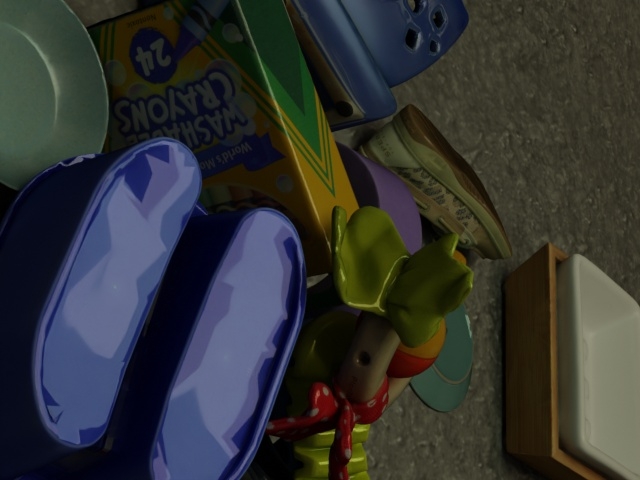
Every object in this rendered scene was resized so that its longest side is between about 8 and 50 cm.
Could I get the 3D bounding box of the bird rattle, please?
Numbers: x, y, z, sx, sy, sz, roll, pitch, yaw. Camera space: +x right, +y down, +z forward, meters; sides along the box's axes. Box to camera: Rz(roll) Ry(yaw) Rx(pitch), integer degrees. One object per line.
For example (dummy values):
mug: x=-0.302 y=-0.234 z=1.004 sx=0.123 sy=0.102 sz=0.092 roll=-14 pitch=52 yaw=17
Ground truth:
bird rattle: x=0.063 y=0.097 z=1.460 sx=0.207 sy=0.143 sz=0.253 roll=-21 pitch=129 yaw=-61

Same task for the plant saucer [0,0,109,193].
plant saucer: x=-0.261 y=-0.130 z=1.425 sx=0.195 sy=0.037 sz=0.195 roll=20 pitch=64 yaw=-48

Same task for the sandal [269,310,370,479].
sandal: x=-0.023 y=0.218 z=1.591 sx=0.126 sy=0.138 sz=0.317 roll=7 pitch=92 yaw=-38

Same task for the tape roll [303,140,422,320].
tape roll: x=0.000 y=0.000 z=1.650 sx=0.080 sy=0.189 sz=0.189 roll=24 pitch=58 yaw=-51

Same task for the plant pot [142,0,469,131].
plant pot: x=-0.023 y=-0.231 z=1.676 sx=0.236 sy=0.236 sz=0.212 roll=58 pitch=41 yaw=-27

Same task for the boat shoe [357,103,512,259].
boat shoe: x=0.142 y=-0.056 z=2.014 sx=0.285 sy=0.089 sz=0.104 roll=46 pitch=16 yaw=-42

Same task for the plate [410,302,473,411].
plate: x=0.142 y=0.109 z=1.990 sx=0.188 sy=0.024 sz=0.188 roll=27 pitch=57 yaw=-51

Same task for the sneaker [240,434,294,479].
sneaker: x=-0.085 y=0.251 z=1.478 sx=0.111 sy=0.121 sz=0.300 roll=10 pitch=70 yaw=-56

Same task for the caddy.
caddy: x=-0.165 y=0.079 z=1.368 sx=0.241 sy=0.179 sz=0.341 roll=35 pitch=59 yaw=-27

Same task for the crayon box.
crayon box: x=-0.088 y=-0.065 z=1.523 sx=0.083 sy=0.203 sz=0.323 roll=-38 pitch=110 yaw=-56

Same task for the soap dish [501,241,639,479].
soap dish: x=0.328 y=0.179 z=2.167 sx=0.229 sy=0.118 sz=0.291 roll=34 pitch=51 yaw=-47
